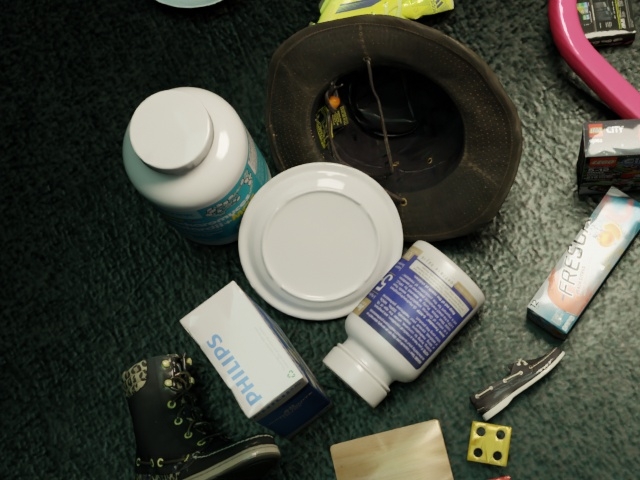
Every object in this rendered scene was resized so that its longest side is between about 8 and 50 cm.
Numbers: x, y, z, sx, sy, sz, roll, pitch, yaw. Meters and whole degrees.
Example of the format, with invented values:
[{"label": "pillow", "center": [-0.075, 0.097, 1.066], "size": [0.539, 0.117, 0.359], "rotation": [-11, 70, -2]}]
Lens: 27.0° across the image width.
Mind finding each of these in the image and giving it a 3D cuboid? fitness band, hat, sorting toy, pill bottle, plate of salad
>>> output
[{"label": "fitness band", "center": [0.412, -0.248, 1.620], "size": [0.291, 0.054, 0.209], "rotation": [43, 80, -1]}, {"label": "hat", "center": [0.100, -0.150, 1.609], "size": [0.331, 0.331, 0.134], "rotation": [26, 39, 13]}, {"label": "sorting toy", "center": [0.100, 0.289, 1.567], "size": [0.274, 0.046, 0.132], "rotation": [-15, 75, 5]}, {"label": "pill bottle", "center": [0.095, 0.102, 1.580], "size": [0.112, 0.112, 0.187], "rotation": [41, 84, 15]}, {"label": "pill bottle", "center": [-0.148, -0.091, 1.582], "size": [0.146, 0.264, 0.146], "rotation": [-2, 76, 8]}, {"label": "plate of salad", "center": [0.000, 0.000, 1.618], "size": [0.199, 0.048, 0.200], "rotation": [-1, 107, -3]}]

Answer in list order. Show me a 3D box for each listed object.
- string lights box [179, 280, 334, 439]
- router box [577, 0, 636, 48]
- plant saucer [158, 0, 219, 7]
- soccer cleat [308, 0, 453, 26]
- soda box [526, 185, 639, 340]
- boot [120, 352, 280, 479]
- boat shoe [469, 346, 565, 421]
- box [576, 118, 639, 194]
[{"label": "string lights box", "center": [-0.067, 0.143, 1.516], "size": [0.076, 0.260, 0.133], "rotation": [-36, 75, -2]}, {"label": "router box", "center": [0.341, -0.303, 1.682], "size": [0.092, 0.038, 0.123], "rotation": [-7, 75, 5]}, {"label": "plant saucer", "center": [-0.164, -0.393, 1.776], "size": [0.194, 0.037, 0.195], "rotation": [-2, 76, 7]}, {"label": "soccer cleat", "center": [0.101, -0.313, 1.691], "size": [0.289, 0.093, 0.121], "rotation": [-45, 77, -4]}, {"label": "soda box", "center": [0.318, 0.028, 1.591], "size": [0.058, 0.063, 0.183], "rotation": [34, 83, 14]}, {"label": "boot", "center": [-0.152, 0.210, 1.560], "size": [0.236, 0.085, 0.179], "rotation": [-30, 65, 41]}, {"label": "boat shoe", "center": [0.233, 0.163, 1.582], "size": [0.125, 0.046, 0.038], "rotation": [-40, 79, 6]}, {"label": "box", "center": [0.420, -0.100, 1.559], "size": [0.233, 0.159, 0.044], "rotation": [-3, 76, 8]}]
